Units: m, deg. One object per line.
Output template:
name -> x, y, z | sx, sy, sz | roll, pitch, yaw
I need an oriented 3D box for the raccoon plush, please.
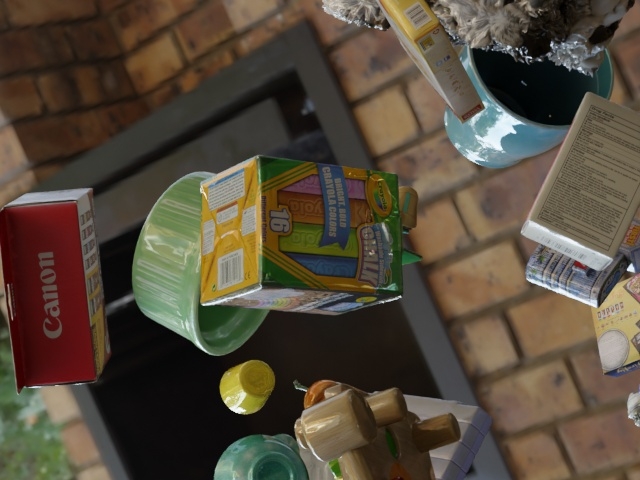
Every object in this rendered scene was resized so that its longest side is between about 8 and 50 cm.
raccoon plush -> 0.265, -0.388, 2.046 | 0.446, 0.216, 0.299 | 17, -177, 27

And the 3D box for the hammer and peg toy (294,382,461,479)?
hammer and peg toy -> 0.065, 0.291, 1.384 | 0.127, 0.266, 0.361 | -21, 158, 18

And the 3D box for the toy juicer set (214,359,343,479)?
toy juicer set -> -0.040, 0.330, 1.722 | 0.209, 0.329, 0.089 | 11, 155, -18

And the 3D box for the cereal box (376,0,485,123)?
cereal box -> 0.129, -0.271, 1.685 | 0.047, 0.173, 0.240 | -35, 151, 5

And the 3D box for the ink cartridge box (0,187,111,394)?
ink cartridge box -> -0.445, 0.081, 2.173 | 0.130, 0.309, 0.272 | -5, -172, -2

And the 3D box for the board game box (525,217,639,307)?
board game box -> 0.479, 0.015, 2.198 | 0.194, 0.060, 0.194 | 22, -121, 37

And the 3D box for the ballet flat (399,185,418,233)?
ballet flat -> 0.097, -0.046, 1.971 | 0.080, 0.073, 0.232 | 16, 174, -19

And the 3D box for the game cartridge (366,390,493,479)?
game cartridge -> 0.136, 0.384, 2.318 | 0.355, 0.068, 0.230 | -1, -132, 54

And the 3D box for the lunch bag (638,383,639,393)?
lunch bag -> 0.626, 0.244, 1.800 | 0.239, 0.328, 0.385 | -47, 169, 11

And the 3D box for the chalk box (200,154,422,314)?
chalk box -> 0.000, 0.000, 1.773 | 0.289, 0.179, 0.180 | 5, 166, -32

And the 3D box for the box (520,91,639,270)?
box -> 0.433, -0.091, 2.036 | 0.232, 0.149, 0.127 | -63, 172, -8

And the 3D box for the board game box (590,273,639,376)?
board game box -> 0.621, 0.139, 2.409 | 0.042, 0.165, 0.243 | 17, 148, -37

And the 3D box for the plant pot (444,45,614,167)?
plant pot -> 0.348, -0.263, 2.333 | 0.272, 0.271, 0.255 | -24, 166, -25

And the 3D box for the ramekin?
ramekin -> -0.185, 0.029, 2.190 | 0.148, 0.303, 0.303 | 20, -159, 24

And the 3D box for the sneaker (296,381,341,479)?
sneaker -> 0.008, 0.345, 2.131 | 0.090, 0.235, 0.095 | 10, -175, 9

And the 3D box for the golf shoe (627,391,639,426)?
golf shoe -> 0.658, 0.282, 2.435 | 0.176, 0.069, 0.086 | -25, -152, 15
